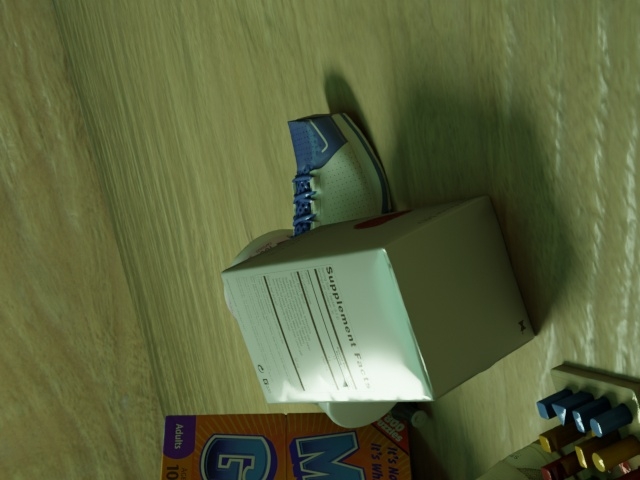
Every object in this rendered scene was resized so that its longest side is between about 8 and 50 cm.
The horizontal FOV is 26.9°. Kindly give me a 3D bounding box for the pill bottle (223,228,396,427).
[{"bbox_3d":[-0.005,0.125,1.899,0.301,0.169,0.169,47,153,46],"label":"pill bottle"}]

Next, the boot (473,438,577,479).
[{"bbox_3d":[0.225,0.370,1.477,0.262,0.203,0.095,62,161,21],"label":"boot"}]

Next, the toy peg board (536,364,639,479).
[{"bbox_3d":[0.278,0.224,1.370,0.161,0.079,0.160,6,116,69],"label":"toy peg board"}]

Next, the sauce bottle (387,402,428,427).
[{"bbox_3d":[0.110,0.232,1.900,0.128,0.042,0.042,25,134,65],"label":"sauce bottle"}]

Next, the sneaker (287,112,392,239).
[{"bbox_3d":[0.000,0.001,1.725,0.127,0.182,0.315,1,112,69],"label":"sneaker"}]

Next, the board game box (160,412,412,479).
[{"bbox_3d":[-0.047,0.498,1.957,0.356,0.356,0.356,90,179,-48],"label":"board game box"}]

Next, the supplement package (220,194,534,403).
[{"bbox_3d":[0.060,0.072,1.519,0.293,0.177,0.175,-10,102,50],"label":"supplement package"}]
